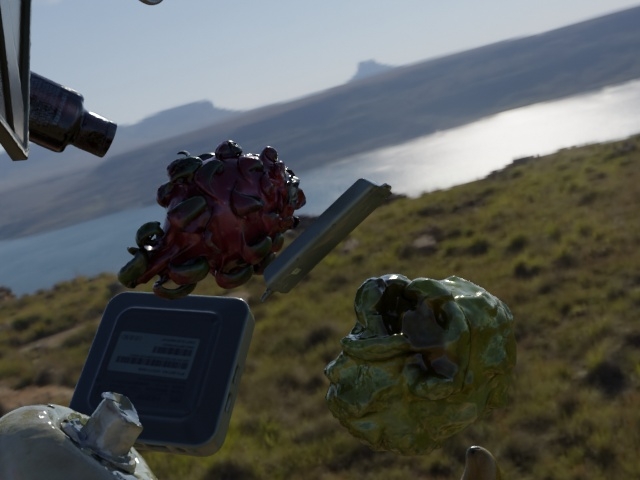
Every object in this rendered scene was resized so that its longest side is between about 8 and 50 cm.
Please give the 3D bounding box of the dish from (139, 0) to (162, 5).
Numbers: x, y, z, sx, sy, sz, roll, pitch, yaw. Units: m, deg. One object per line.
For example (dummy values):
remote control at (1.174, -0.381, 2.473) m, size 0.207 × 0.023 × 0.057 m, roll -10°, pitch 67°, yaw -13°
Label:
dish at (-0.293, -0.445, 1.255) m, size 0.081 × 0.229 × 0.229 m, roll 0°, pitch 15°, yaw 27°

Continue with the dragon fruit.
dragon fruit at (-0.152, -0.023, 1.297) m, size 0.198 × 0.218 × 0.273 m, roll -1°, pitch 50°, yaw 41°

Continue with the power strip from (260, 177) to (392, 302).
power strip at (0.000, 0.000, 1.229) m, size 0.252 × 0.027 × 0.060 m, roll -43°, pitch -28°, yaw 17°

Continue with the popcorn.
popcorn at (0.129, 0.156, 1.099) m, size 0.256 × 0.255 × 0.195 m, roll -36°, pitch 38°, yaw -1°

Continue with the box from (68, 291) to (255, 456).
box at (-0.357, 0.290, 1.977) m, size 0.367 × 0.090 × 0.373 m, roll 1°, pitch 55°, yaw 17°

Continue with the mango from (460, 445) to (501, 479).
mango at (0.289, 0.483, 1.640) m, size 0.098 × 0.190 × 0.075 m, roll 20°, pitch -16°, yaw -12°

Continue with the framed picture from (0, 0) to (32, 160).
framed picture at (-0.403, -0.299, 1.099) m, size 0.022 × 0.335 × 0.247 m, roll -3°, pitch -17°, yaw -3°

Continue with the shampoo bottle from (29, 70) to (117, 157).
shampoo bottle at (-0.527, -0.244, 1.568) m, size 0.323 × 0.129 × 0.084 m, roll 22°, pitch -26°, yaw -26°

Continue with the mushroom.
mushroom at (-0.296, 0.285, 1.082) m, size 0.202 × 0.246 × 0.246 m, roll -58°, pitch 12°, yaw 0°
